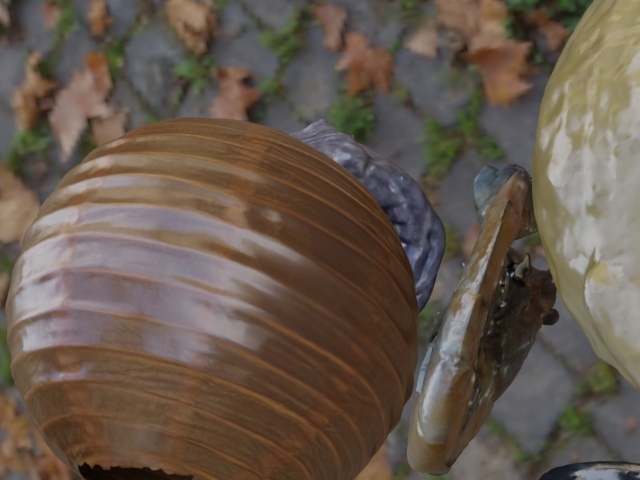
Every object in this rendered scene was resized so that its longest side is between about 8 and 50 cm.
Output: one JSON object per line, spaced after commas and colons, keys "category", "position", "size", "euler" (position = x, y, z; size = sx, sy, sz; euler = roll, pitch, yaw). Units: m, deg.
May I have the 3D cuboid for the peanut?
{"category": "peanut", "position": [0.190, -0.065, 0.859], "size": [0.158, 0.340, 0.174], "euler": [11, 131, 27]}

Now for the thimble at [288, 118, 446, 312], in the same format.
{"category": "thimble", "position": [-0.002, 0.002, 1.170], "size": [0.098, 0.150, 0.150], "euler": [-139, 41, -71]}

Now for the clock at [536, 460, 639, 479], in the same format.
{"category": "clock", "position": [0.206, 0.179, 1.042], "size": [0.184, 0.184, 0.040], "euler": [-16, 49, 49]}

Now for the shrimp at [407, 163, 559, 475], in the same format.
{"category": "shrimp", "position": [0.109, 0.030, 1.192], "size": [0.075, 0.289, 0.178], "euler": [22, 122, 16]}

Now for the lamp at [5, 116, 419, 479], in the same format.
{"category": "lamp", "position": [-0.034, 0.026, 0.579], "size": [0.136, 0.136, 0.136], "euler": [20, 118, 42]}
